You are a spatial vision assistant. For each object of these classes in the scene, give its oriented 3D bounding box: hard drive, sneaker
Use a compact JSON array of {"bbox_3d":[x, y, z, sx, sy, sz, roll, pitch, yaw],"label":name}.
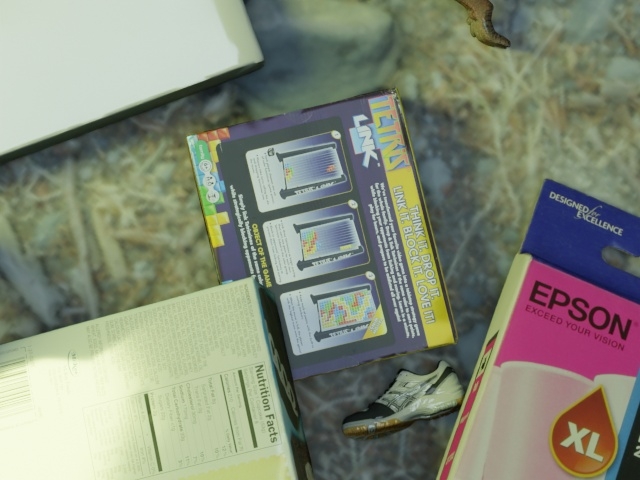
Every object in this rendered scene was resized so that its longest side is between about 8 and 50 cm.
[{"bbox_3d":[-0.206,-0.238,1.203,0.233,0.047,0.353,-21,87,-3],"label":"hard drive"},{"bbox_3d":[0.051,0.103,1.199,0.083,0.032,0.037,-17,73,-7],"label":"sneaker"}]

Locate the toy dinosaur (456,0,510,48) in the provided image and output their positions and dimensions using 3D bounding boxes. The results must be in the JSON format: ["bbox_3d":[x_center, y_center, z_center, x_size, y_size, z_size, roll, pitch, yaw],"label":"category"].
[{"bbox_3d":[0.072,-0.253,1.168,0.295,0.127,0.200,21,86,-1],"label":"toy dinosaur"}]

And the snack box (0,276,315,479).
[{"bbox_3d":[-0.088,0.200,1.105,0.187,0.060,0.322,-15,74,9],"label":"snack box"}]

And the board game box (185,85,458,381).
[{"bbox_3d":[0.000,0.000,1.193,0.141,0.048,0.170,-13,87,-4],"label":"board game box"}]

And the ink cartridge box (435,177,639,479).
[{"bbox_3d":[0.167,0.138,1.119,0.176,0.069,0.371,23,63,-2],"label":"ink cartridge box"}]
